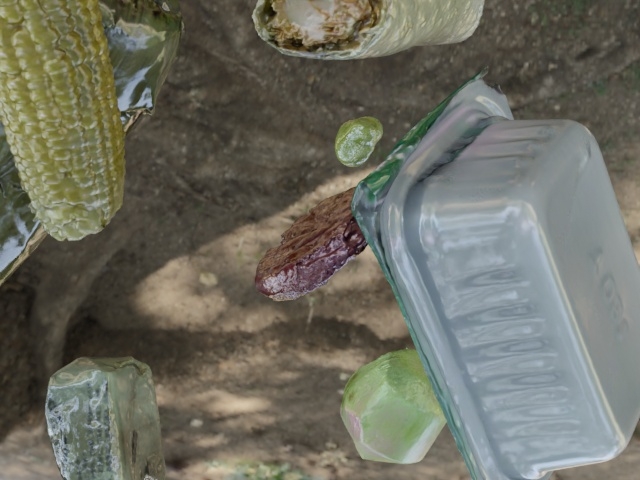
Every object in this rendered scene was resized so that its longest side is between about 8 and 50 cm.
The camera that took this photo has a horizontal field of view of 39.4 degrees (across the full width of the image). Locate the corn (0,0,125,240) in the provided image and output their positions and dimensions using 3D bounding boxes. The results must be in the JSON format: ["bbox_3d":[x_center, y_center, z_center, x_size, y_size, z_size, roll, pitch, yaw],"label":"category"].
[{"bbox_3d":[-0.174,-0.132,0.554,0.086,0.086,0.288,5,123,16],"label":"corn"}]

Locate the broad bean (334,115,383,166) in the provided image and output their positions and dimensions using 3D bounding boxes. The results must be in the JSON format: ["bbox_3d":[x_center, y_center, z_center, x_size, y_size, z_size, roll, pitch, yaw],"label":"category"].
[{"bbox_3d":[0.051,-0.142,1.262,0.045,0.063,0.083,-16,158,-47],"label":"broad bean"}]

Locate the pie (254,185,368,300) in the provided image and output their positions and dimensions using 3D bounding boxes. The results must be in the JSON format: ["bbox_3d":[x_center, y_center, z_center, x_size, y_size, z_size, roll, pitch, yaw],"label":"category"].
[{"bbox_3d":[0.000,0.000,0.827,0.154,0.154,0.036,-23,110,44],"label":"pie"}]

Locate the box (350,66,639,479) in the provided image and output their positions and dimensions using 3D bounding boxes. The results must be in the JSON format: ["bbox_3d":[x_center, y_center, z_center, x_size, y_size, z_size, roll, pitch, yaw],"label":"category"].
[{"bbox_3d":[0.181,0.040,0.719,0.106,0.264,0.337,-10,113,41],"label":"box"}]

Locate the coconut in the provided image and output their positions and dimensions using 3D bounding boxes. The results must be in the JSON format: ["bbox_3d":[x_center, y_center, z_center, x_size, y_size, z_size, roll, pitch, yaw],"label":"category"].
[{"bbox_3d":[0.138,0.325,1.723,0.204,0.236,0.236,28,146,-19],"label":"coconut"}]

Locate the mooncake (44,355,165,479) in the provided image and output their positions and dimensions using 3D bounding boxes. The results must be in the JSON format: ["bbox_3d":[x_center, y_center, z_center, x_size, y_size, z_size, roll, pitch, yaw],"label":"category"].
[{"bbox_3d":[-0.350,0.312,1.468,0.136,0.255,0.250,-7,177,4],"label":"mooncake"}]

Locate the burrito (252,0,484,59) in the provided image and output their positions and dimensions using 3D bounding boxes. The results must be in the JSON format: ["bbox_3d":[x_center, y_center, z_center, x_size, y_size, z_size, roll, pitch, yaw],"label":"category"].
[{"bbox_3d":[0.074,-0.271,1.043,0.143,0.299,0.105,8,109,40],"label":"burrito"}]

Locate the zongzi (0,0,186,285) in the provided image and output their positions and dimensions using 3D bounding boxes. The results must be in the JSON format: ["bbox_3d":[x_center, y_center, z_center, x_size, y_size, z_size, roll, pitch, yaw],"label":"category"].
[{"bbox_3d":[-0.262,-0.048,0.732,0.160,0.361,0.322,30,147,-33],"label":"zongzi"}]
